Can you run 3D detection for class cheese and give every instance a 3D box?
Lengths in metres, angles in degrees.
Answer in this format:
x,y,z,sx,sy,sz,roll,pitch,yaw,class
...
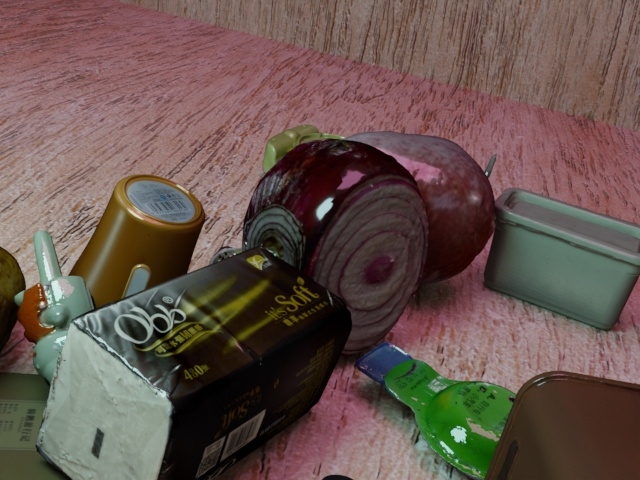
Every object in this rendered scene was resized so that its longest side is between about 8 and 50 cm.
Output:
x,y,z,sx,sy,sz,roll,pitch,yaw,class
0.197,0.244,1.150,0.320,0.083,0.203,30,33,28,cheese

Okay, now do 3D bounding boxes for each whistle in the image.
x,y,z,sx,sy,sz,roll,pitch,yaw,class
-0.338,0.103,1.042,0.105,0.101,0.253,0,62,-42,whistle

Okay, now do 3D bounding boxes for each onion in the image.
x,y,z,sx,sy,sz,roll,pitch,yaw,class
0.000,0.000,1.286,0.281,0.337,0.260,-20,34,-38,onion

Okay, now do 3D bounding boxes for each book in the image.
x,y,z,sx,sy,sz,roll,pitch,yaw,class
-0.383,0.235,0.997,0.310,0.021,0.217,5,26,-13,book

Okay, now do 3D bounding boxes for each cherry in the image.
x,y,z,sx,sy,sz,roll,pitch,yaw,class
0.158,-0.075,1.531,0.334,0.292,0.326,19,8,-3,cherry

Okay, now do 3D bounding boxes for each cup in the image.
x,y,z,sx,sy,sz,roll,pitch,yaw,class
-0.271,0.056,1.151,0.182,0.264,0.226,18,30,-17,cup

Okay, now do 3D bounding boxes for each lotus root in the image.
x,y,z,sx,sy,sz,roll,pitch,yaw,class
-0.473,0.086,1.055,0.141,0.170,0.314,19,4,-13,lotus root

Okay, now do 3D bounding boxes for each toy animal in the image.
x,y,z,sx,sy,sz,roll,pitch,yaw,class
-0.155,0.067,1.363,0.098,0.098,0.137,19,48,14,toy animal

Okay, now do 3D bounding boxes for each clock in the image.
x,y,z,sx,sy,sz,roll,pitch,yaw,class
0.034,-0.180,1.929,0.307,0.096,0.235,22,27,19,clock

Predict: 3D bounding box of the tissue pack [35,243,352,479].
x,y,z,sx,sy,sz,roll,pitch,yaw,class
-0.143,0.169,0.997,0.198,0.210,0.370,36,28,20,tissue pack

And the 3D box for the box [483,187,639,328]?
x,y,z,sx,sy,sz,roll,pitch,yaw,class
0.475,0.037,1.575,0.311,0.183,0.175,21,27,18,box

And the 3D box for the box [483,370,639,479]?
x,y,z,sx,sy,sz,roll,pitch,yaw,class
0.381,0.325,0.889,0.339,0.240,0.229,10,28,-4,box

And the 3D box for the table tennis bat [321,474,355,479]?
x,y,z,sx,sy,sz,roll,pitch,yaw,class
0.039,0.319,1.017,0.083,0.007,0.050,12,25,5,table tennis bat
